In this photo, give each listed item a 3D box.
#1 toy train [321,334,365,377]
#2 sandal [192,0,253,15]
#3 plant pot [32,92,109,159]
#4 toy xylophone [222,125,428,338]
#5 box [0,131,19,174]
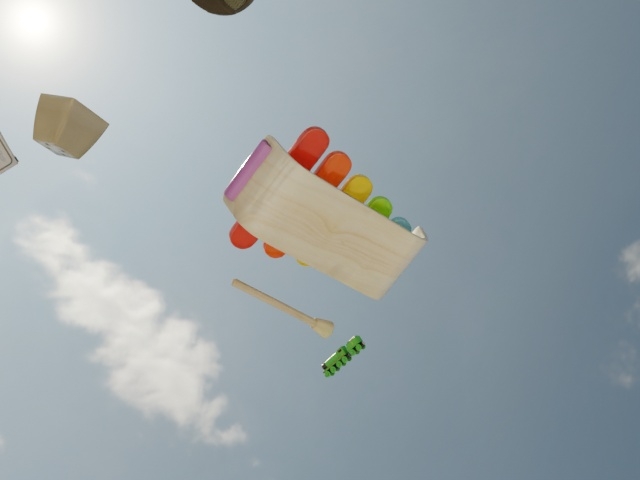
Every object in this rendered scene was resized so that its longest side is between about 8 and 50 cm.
[{"bbox_3d":[0.031,0.163,1.135,0.083,0.017,0.024,-44,-110,26],"label":"toy train"},{"bbox_3d":[-0.092,-0.266,0.552,0.090,0.060,0.219,-11,-65,38],"label":"sandal"},{"bbox_3d":[-0.518,-0.226,1.641,0.109,0.109,0.096,13,-106,33],"label":"plant pot"},{"bbox_3d":[0.000,0.000,1.147,0.236,0.081,0.322,-45,-57,10],"label":"toy xylophone"},{"bbox_3d":[-0.590,-0.106,1.107,0.087,0.290,0.169,21,-37,45],"label":"box"}]
